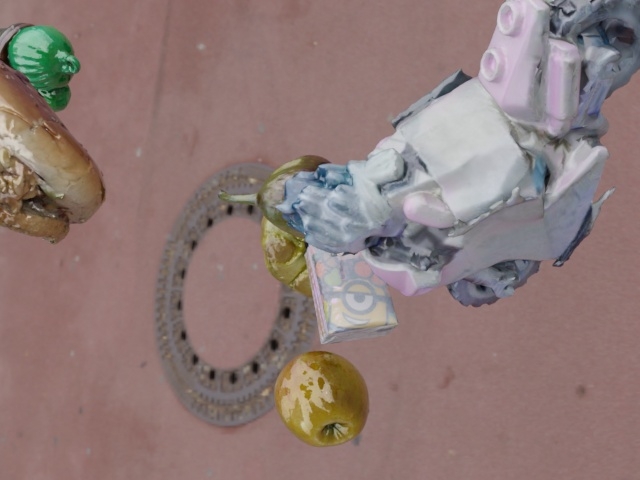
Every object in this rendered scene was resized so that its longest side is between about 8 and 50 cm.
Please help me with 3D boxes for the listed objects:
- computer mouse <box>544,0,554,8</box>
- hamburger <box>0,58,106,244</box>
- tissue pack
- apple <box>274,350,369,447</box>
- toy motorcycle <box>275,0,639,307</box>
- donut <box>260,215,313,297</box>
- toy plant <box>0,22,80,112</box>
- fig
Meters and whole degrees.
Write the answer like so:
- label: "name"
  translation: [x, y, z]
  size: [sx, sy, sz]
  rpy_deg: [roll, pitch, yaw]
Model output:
- label: "computer mouse"
  translation: [0.395, -0.406, 1.550]
  size: [0.056, 0.182, 0.089]
  rpy_deg: [-67, 9, -19]
- label: "hamburger"
  translation: [-0.362, -0.111, 1.022]
  size: [0.286, 0.243, 0.146]
  rpy_deg: [38, 82, 21]
- label: "tissue pack"
  translation: [0.044, 0.071, 1.346]
  size: [0.060, 0.109, 0.148]
  rpy_deg: [119, 143, -64]
- label: "apple"
  translation: [0.005, 0.297, 1.678]
  size: [0.182, 0.182, 0.155]
  rpy_deg: [-43, 44, 30]
- label: "toy motorcycle"
  translation: [0.076, -0.041, 0.535]
  size: [0.108, 0.204, 0.239]
  rpy_deg: [-126, 36, -55]
- label: "donut"
  translation: [-0.013, 0.010, 1.954]
  size: [0.208, 0.261, 0.128]
  rpy_deg: [-56, 26, 6]
- label: "toy plant"
  translation: [-0.430, -0.261, 1.367]
  size: [0.200, 0.105, 0.143]
  rpy_deg: [22, 135, 30]
- label: "fig"
  translation: [-0.082, -0.078, 1.579]
  size: [0.245, 0.149, 0.149]
  rpy_deg: [0, 82, 21]
